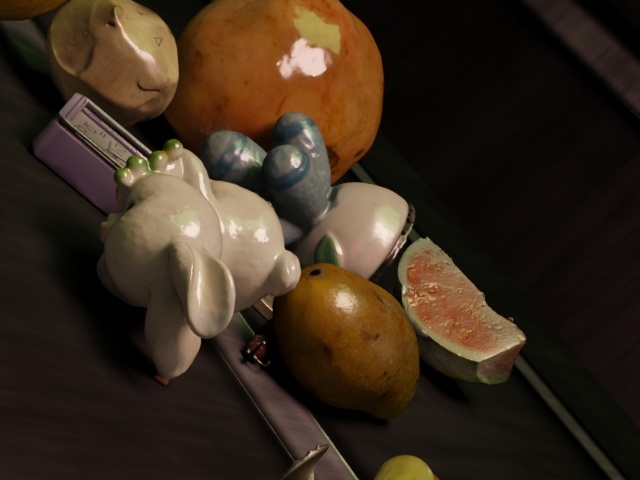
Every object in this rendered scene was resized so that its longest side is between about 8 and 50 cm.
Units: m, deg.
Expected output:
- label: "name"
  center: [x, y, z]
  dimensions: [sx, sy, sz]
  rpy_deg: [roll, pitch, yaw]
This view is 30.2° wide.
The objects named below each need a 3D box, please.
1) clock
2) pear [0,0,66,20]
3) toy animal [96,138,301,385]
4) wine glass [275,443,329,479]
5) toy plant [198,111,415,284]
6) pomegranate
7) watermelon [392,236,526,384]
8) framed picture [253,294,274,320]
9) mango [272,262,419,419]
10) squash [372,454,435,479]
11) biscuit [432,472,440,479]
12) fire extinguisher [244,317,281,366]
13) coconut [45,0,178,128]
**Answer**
- label: "clock"
  center: [-0.298, -0.108, 1.659]
  dimensions: [0.193, 0.073, 0.144]
  rpy_deg: [40, 15, -14]
- label: "pear"
  center: [-0.488, -0.468, 1.738]
  dimensions: [0.304, 0.304, 0.304]
  rpy_deg: [41, 14, -13]
- label: "toy animal"
  center: [-0.160, 0.021, 1.447]
  dimensions: [0.247, 0.183, 0.310]
  rpy_deg: [47, 15, 13]
- label: "wine glass"
  center: [0.032, 0.332, 1.275]
  dimensions: [0.222, 0.103, 0.103]
  rpy_deg: [50, 15, 15]
- label: "toy plant"
  center: [-0.046, -0.061, 1.856]
  dimensions: [0.332, 0.247, 0.247]
  rpy_deg: [38, 15, -16]
- label: "pomegranate"
  center: [-0.083, -0.270, 2.080]
  dimensions: [0.411, 0.411, 0.411]
  rpy_deg: [41, 14, -13]
- label: "watermelon"
  center: [0.231, 0.137, 2.215]
  dimensions: [0.305, 0.180, 0.224]
  rpy_deg: [51, 1, 31]
- label: "framed picture"
  center: [-0.088, 0.059, 1.875]
  dimensions: [0.324, 0.020, 0.240]
  rpy_deg: [44, 14, 0]
- label: "mango"
  center: [0.056, 0.150, 1.701]
  dimensions: [0.329, 0.176, 0.175]
  rpy_deg: [30, 11, -46]
- label: "squash"
  center: [0.087, 0.325, 1.468]
  dimensions: [0.083, 0.083, 0.250]
  rpy_deg: [46, 14, 8]
- label: "biscuit"
  center: [0.205, 0.411, 1.673]
  dimensions: [0.206, 0.025, 0.126]
  rpy_deg: [44, 14, 5]
- label: "fire extinguisher"
  center: [-0.076, 0.147, 1.645]
  dimensions: [0.173, 0.035, 0.049]
  rpy_deg: [-43, 126, -76]
- label: "coconut"
  center: [-0.314, -0.276, 1.804]
  dimensions: [0.224, 0.224, 0.224]
  rpy_deg: [41, 14, -13]
